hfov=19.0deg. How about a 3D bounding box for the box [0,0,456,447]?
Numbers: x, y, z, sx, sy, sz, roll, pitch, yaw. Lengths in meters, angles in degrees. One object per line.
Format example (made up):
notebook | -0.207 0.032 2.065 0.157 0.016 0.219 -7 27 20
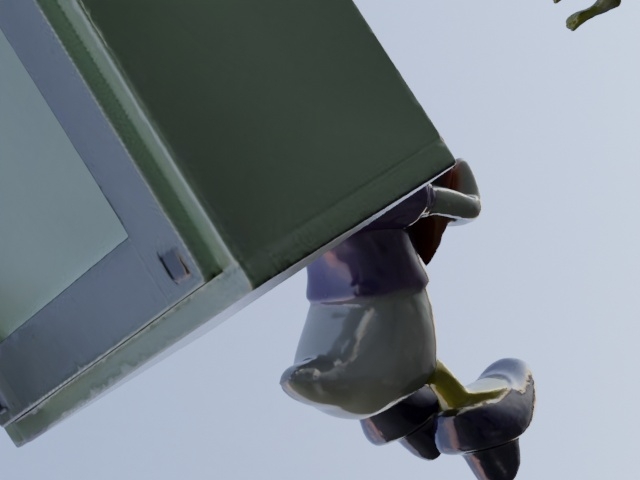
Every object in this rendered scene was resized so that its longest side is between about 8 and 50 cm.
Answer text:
box | -0.102 -0.062 0.767 0.117 0.225 0.225 -32 -92 -35

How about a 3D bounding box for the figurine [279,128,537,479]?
figurine | 0.004 0.001 1.280 0.193 0.154 0.420 -46 -60 -40

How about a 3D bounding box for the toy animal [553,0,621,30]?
toy animal | 0.152 -0.163 1.113 0.155 0.219 0.095 -21 -39 -3
